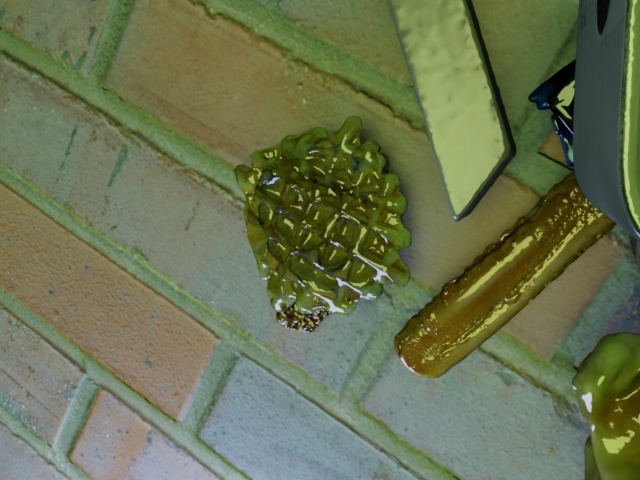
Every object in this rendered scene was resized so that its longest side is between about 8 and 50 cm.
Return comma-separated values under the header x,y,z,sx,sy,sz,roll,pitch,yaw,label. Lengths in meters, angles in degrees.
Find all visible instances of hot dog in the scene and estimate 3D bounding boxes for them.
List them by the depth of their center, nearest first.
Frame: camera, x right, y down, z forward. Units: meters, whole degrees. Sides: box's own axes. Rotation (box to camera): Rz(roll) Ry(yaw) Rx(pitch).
x,y,z,sx,sy,sz,roll,pitch,yaw,label
0.196,0.040,0.636,0.083,0.068,0.289,41,106,-13,hot dog

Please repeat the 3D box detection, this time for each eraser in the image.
x,y,z,sx,sy,sz,roll,pitch,yaw,label
0.129,-0.199,0.604,0.077,0.111,0.352,-16,91,24,eraser

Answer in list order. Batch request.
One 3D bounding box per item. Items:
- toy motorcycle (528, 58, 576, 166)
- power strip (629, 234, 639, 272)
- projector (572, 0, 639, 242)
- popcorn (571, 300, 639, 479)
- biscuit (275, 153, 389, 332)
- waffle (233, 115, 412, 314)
x,y,z,sx,sy,sz,roll,pitch,yaw,label
0.347,-0.187,0.503,0.331,0.125,0.196,-36,87,25,toy motorcycle
0.308,0.052,0.439,0.092,0.387,0.066,0,123,16,power strip
0.296,-0.113,0.343,0.248,0.249,0.248,2,100,18,projector
0.371,0.215,0.482,0.275,0.335,0.278,-5,111,-19,popcorn
0.010,0.006,0.720,0.131,0.026,0.236,9,99,21,biscuit
0.002,-0.021,0.677,0.204,0.054,0.223,-15,90,21,waffle
